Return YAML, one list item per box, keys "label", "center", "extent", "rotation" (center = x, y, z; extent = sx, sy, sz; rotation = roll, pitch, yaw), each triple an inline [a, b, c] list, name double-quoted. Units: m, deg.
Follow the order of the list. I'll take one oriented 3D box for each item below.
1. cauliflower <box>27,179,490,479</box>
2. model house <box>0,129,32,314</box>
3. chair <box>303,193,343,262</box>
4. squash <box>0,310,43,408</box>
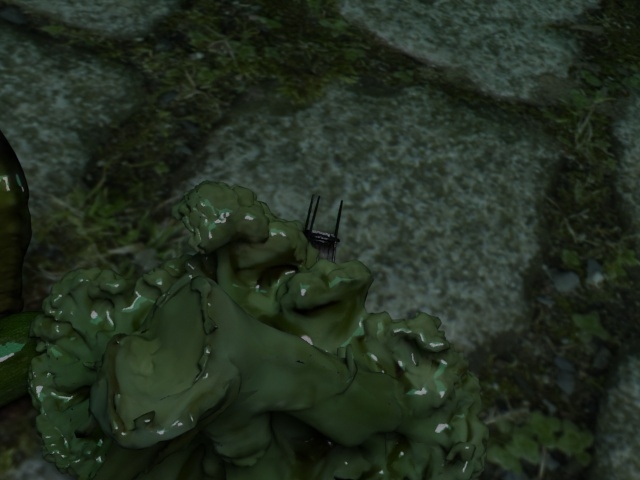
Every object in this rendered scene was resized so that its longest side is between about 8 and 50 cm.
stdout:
- label: "cauliflower"
  center: [-0.045, 0.084, 0.541]
  extent: [0.326, 0.281, 0.261]
  rotation: [8, 48, -1]
- label: "model house"
  center: [-0.354, -0.026, 0.604]
  extent: [0.234, 0.175, 0.193]
  rotation: [-16, 60, -28]
- label: "chair"
  center: [0.000, 0.001, 0.772]
  extent: [0.037, 0.042, 0.086]
  rotation: [12, 88, -4]
- label: "squash"
  center: [-0.288, 0.115, 0.595]
  extent: [0.228, 0.066, 0.066]
  rotation: [-25, 63, -26]
